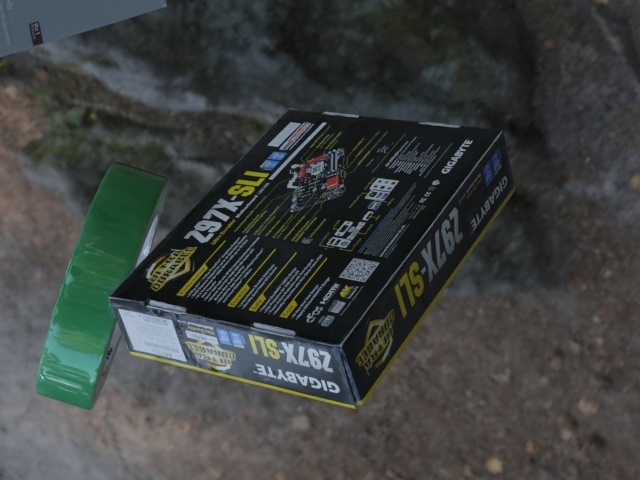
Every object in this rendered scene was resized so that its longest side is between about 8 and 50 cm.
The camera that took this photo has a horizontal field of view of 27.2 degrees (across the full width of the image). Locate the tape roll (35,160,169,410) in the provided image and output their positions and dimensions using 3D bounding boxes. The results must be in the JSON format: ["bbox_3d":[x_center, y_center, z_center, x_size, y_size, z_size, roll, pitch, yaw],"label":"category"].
[{"bbox_3d":[-0.282,0.058,1.723,0.077,0.321,0.321,18,138,-3],"label":"tape roll"}]

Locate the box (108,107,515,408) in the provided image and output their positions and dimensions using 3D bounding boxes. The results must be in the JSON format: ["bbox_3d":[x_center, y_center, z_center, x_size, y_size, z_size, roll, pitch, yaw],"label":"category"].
[{"bbox_3d":[0.000,0.000,1.239,0.257,0.322,0.079,7,132,34],"label":"box"}]

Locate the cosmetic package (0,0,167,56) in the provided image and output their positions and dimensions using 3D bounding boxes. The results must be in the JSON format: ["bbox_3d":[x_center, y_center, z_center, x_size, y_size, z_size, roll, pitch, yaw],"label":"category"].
[{"bbox_3d":[-0.296,-0.285,1.427,0.107,0.238,0.127,22,130,51],"label":"cosmetic package"}]
